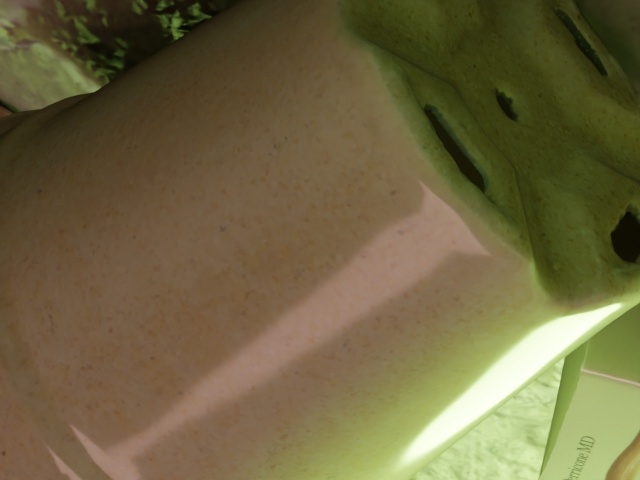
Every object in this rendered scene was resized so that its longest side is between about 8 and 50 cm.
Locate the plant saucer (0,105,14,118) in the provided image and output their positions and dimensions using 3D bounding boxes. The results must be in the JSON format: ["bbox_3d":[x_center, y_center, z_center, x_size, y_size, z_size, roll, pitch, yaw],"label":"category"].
[{"bbox_3d":[-0.294,0.011,1.102,0.332,0.084,0.332,13,144,10],"label":"plant saucer"}]

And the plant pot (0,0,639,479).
[{"bbox_3d":[0.000,0.000,0.787,0.334,0.334,0.305,37,129,-23],"label":"plant pot"}]

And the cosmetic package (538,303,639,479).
[{"bbox_3d":[0.296,0.102,0.902,0.296,0.129,0.153,15,145,8],"label":"cosmetic package"}]
